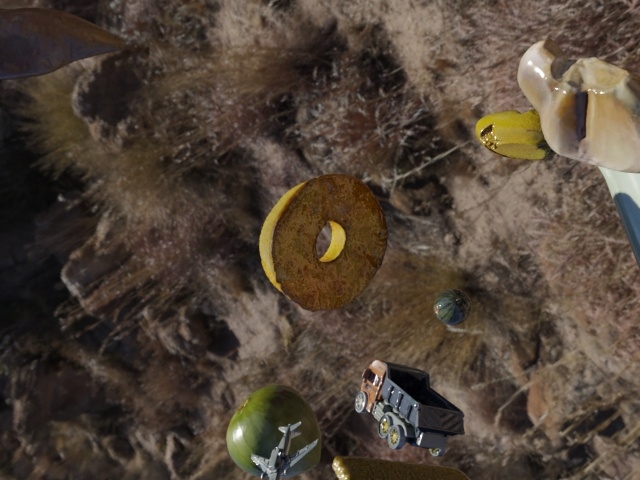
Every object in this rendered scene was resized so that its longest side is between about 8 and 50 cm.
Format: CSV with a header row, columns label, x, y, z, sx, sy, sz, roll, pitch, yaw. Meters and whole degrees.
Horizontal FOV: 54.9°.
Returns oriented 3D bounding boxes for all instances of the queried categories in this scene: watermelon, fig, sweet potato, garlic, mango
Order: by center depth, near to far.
label,x,y,z,sx,sy,sz,roll,pitch,yaw
garlic,0.381,-0.162,0.852,0.217,0.110,0.228,35,-173,36
sweet potato,-0.521,-0.345,1.082,0.131,0.337,0.131,-175,90,-79
watermelon,0.377,0.184,1.745,0.105,0.105,0.133,53,160,16
mango,0.589,-0.318,1.826,0.262,0.167,0.130,7,140,22
fig,-0.131,0.624,1.971,0.316,0.316,0.316,50,162,23

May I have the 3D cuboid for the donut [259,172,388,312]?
label,x,y,z,sx,sy,sz,roll,pitch,yaw
donut,0.000,0.000,1.334,0.110,0.303,0.303,12,133,55

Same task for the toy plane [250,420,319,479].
label,x,y,z,sx,sy,sz,roll,pitch,yaw
toy plane,-0.100,0.546,1.524,0.226,0.226,0.058,-24,113,32

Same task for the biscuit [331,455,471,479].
label,x,y,z,sx,sy,sz,roll,pitch,yaw
biscuit,0.155,0.390,0.925,0.029,0.255,0.172,-70,22,12

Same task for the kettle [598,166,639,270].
label,x,y,z,sx,sy,sz,roll,pitch,yaw
kettle,0.784,-0.090,1.241,0.250,0.361,0.376,29,-139,-70

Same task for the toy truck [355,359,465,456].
label,x,y,z,sx,sy,sz,roll,pitch,yaw
toy truck,0.125,0.239,0.896,0.083,0.092,0.192,16,-177,-20
